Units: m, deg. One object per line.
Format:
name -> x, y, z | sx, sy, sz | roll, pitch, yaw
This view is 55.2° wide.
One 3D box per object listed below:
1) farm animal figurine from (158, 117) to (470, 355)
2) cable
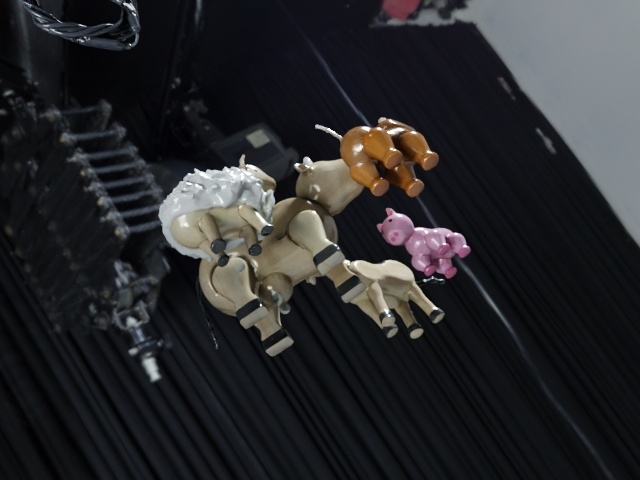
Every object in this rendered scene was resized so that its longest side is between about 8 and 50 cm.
farm animal figurine -> 0.000, 0.000, 0.713 | 0.327, 0.172, 0.330 | -24, -43, -15
cable -> -0.387, -0.386, 0.993 | 0.184, 0.150, 0.047 | 0, -17, -28
